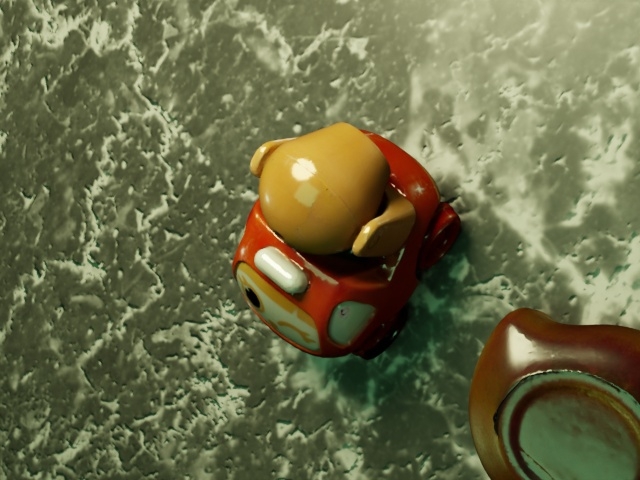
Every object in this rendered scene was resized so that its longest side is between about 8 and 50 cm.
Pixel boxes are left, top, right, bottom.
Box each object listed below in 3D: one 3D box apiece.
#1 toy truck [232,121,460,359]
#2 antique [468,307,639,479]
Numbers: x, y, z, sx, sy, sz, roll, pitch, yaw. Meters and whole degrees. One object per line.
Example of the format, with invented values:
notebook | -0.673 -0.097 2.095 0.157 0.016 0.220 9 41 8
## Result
toy truck | 0.000 0.000 1.307 0.189 0.239 0.264 38 111 22
antique | 0.266 0.184 1.234 0.278 0.129 0.223 45 111 17
